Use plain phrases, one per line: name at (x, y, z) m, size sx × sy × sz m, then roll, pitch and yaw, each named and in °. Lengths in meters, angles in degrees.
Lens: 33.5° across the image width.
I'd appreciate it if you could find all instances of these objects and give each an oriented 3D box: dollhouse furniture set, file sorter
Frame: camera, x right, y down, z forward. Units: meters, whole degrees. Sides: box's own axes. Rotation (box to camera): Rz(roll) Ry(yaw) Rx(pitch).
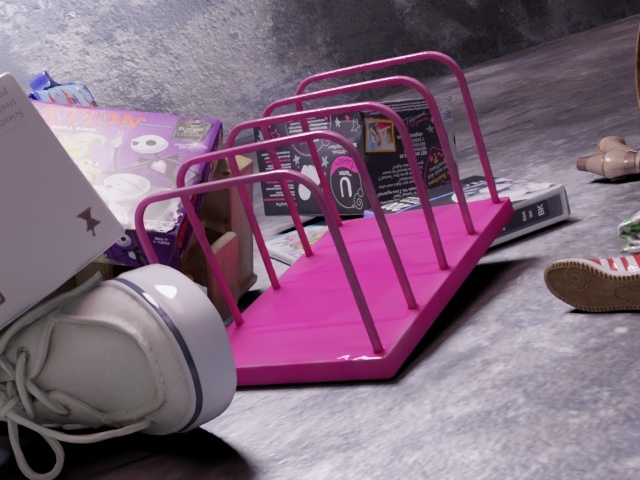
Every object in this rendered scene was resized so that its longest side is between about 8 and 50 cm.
dollhouse furniture set at (-0.173, 0.026, 1.084) m, size 0.212 × 0.161 × 0.242 m, roll 21°, pitch 41°, yaw 23°
file sorter at (0.008, -0.029, 0.933) m, size 0.202 × 0.182 × 0.290 m, roll -8°, pitch 23°, yaw 34°

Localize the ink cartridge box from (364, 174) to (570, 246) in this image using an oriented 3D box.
ink cartridge box at (0.130, -0.019, 1.165) m, size 0.208 × 0.045 × 0.206 m, roll -21°, pitch 13°, yaw -16°

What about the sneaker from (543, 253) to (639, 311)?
sneaker at (0.237, 0.024, 0.820) m, size 0.118 × 0.042 × 0.067 m, roll 4°, pitch 26°, yaw 40°

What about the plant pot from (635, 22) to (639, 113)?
plant pot at (0.510, -0.207, 1.215) m, size 0.230 × 0.215 × 0.215 m, roll -2°, pitch 11°, yaw -5°

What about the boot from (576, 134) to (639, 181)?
boot at (0.361, -0.097, 1.248) m, size 0.087 × 0.042 × 0.118 m, roll 4°, pitch 24°, yaw 44°

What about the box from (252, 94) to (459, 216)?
box at (0.046, -0.108, 1.419) m, size 0.163 × 0.142 × 0.247 m, roll -10°, pitch 8°, yaw -35°

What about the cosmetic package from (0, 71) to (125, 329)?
cosmetic package at (-0.281, -0.006, 0.814) m, size 0.183 × 0.151 × 0.151 m, roll -22°, pitch 17°, yaw 51°

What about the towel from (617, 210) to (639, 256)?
towel at (0.445, -0.047, 0.892) m, size 0.324 × 0.038 × 0.248 m, roll -6°, pitch 15°, yaw 42°

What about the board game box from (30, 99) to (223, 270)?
board game box at (-0.283, -0.067, 1.024) m, size 0.346 × 0.056 × 0.208 m, roll 6°, pitch 32°, yaw 4°

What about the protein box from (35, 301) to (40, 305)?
protein box at (-0.356, 0.041, 1.144) m, size 0.136 × 0.200 × 0.201 m, roll -11°, pitch 13°, yaw 22°

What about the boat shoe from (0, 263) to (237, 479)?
boat shoe at (-0.212, 0.103, 0.826) m, size 0.156 × 0.136 × 0.367 m, roll -24°, pitch 11°, yaw -34°

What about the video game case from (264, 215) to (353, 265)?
video game case at (0.000, 0.000, 1.322) m, size 0.119 × 0.015 × 0.166 m, roll -20°, pitch 12°, yaw -16°

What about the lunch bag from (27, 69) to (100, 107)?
lunch bag at (-0.325, -0.095, 1.472) m, size 0.138 × 0.293 × 0.221 m, roll -25°, pitch 10°, yaw 10°
